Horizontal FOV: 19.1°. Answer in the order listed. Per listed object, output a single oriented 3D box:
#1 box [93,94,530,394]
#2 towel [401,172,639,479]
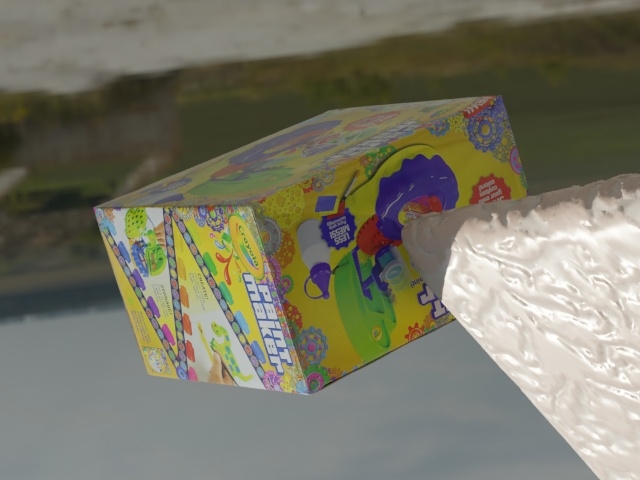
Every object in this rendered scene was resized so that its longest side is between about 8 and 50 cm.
[{"bbox_3d":[0.000,0.000,1.745,0.290,0.177,0.279,-25,-166,-33],"label":"box"},{"bbox_3d":[0.252,0.080,1.511,0.053,0.317,0.332,-51,-161,-26],"label":"towel"}]
